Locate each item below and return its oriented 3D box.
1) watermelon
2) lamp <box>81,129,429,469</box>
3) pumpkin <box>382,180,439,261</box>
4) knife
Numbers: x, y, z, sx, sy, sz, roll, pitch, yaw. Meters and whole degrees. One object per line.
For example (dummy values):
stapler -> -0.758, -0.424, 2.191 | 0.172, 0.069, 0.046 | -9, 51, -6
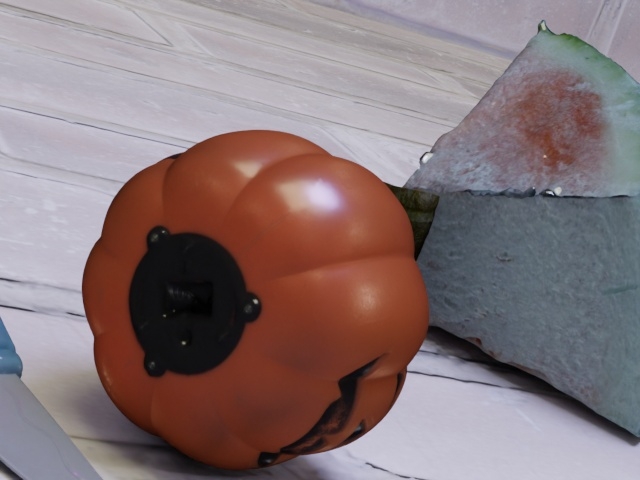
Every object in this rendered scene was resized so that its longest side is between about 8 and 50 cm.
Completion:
watermelon -> 0.157, -0.005, 1.184 | 0.258, 0.228, 0.387 | -13, 42, 0
lamp -> -0.030, 0.032, 0.811 | 0.188, 0.187, 0.164 | 26, 15, 26
pumpkin -> 0.000, 0.000, 1.109 | 0.119, 0.107, 0.183 | 3, 6, -37
knife -> -0.169, 0.082, 0.772 | 0.058, 0.032, 0.244 | 10, 22, -38
